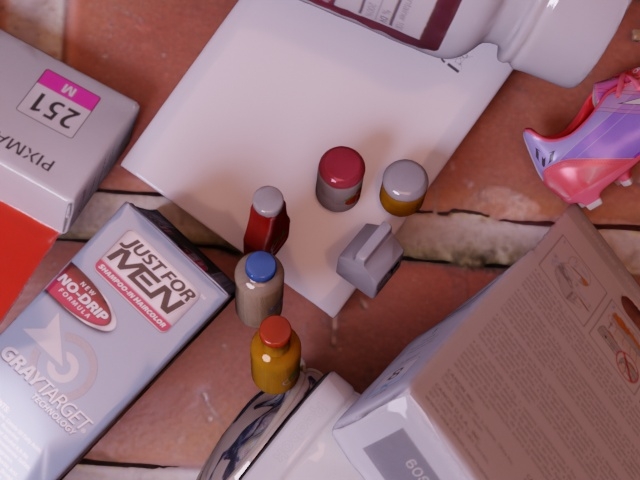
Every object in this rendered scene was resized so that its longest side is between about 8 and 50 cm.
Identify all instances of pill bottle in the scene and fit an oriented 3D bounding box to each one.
[{"bbox_3d":[0.056,-0.280,0.970,0.392,0.224,0.224,22,90,-2],"label":"pill bottle"}]

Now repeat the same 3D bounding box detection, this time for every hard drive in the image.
[{"bbox_3d":[0.021,-0.142,1.103,0.233,0.047,0.353,36,89,-2],"label":"hard drive"}]

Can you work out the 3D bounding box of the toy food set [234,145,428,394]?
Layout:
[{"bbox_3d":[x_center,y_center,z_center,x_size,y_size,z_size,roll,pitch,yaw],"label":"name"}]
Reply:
[{"bbox_3d":[0.000,0.000,0.997,0.111,0.104,0.232,36,69,12],"label":"toy food set"}]

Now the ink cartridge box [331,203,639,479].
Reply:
[{"bbox_3d":[0.207,0.169,1.002,0.091,0.385,0.308,-35,92,36],"label":"ink cartridge box"}]

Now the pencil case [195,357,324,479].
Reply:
[{"bbox_3d":[0.077,0.277,1.052,0.410,0.160,0.183,40,68,-2],"label":"pencil case"}]

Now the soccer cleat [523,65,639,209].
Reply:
[{"bbox_3d":[0.297,-0.127,1.095,0.248,0.083,0.095,-37,95,2],"label":"soccer cleat"}]

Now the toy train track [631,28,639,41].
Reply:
[{"bbox_3d":[0.323,-0.184,1.130,0.083,0.014,0.048,2,83,-7],"label":"toy train track"}]

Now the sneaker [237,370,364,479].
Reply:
[{"bbox_3d":[-0.039,0.243,0.907,0.123,0.106,0.290,40,81,1],"label":"sneaker"}]

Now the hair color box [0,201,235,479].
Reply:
[{"bbox_3d":[-0.236,0.142,1.027,0.113,0.185,0.374,43,89,-1],"label":"hair color box"}]

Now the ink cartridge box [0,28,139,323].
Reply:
[{"bbox_3d":[-0.326,-0.085,1.026,0.275,0.060,0.239,28,52,-2],"label":"ink cartridge box"}]
